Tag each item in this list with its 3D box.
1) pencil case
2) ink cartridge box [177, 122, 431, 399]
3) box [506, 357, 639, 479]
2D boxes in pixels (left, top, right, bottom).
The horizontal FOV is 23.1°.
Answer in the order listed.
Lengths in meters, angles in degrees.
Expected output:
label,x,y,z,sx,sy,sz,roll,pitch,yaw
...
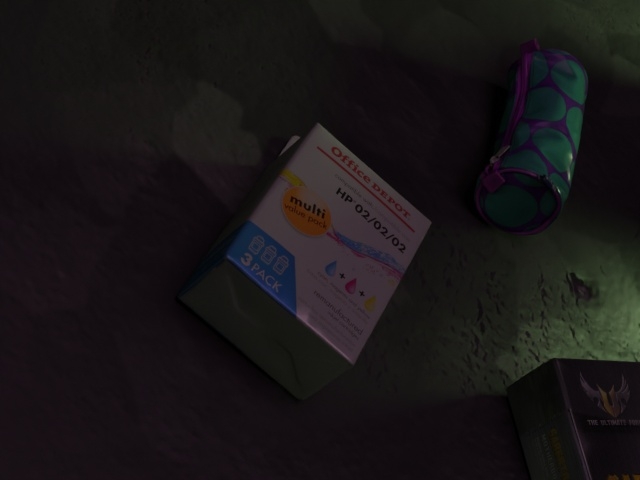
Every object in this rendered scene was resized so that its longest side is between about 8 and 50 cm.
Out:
label,x,y,z,sx,sy,sz,roll,pitch,yaw
pencil case,0.160,-0.078,1.179,0.070,0.064,0.151,46,41,-27
ink cartridge box,0.000,0.000,1.003,0.104,0.061,0.181,41,44,-9
box,0.252,0.178,1.087,0.231,0.056,0.183,7,59,-35
